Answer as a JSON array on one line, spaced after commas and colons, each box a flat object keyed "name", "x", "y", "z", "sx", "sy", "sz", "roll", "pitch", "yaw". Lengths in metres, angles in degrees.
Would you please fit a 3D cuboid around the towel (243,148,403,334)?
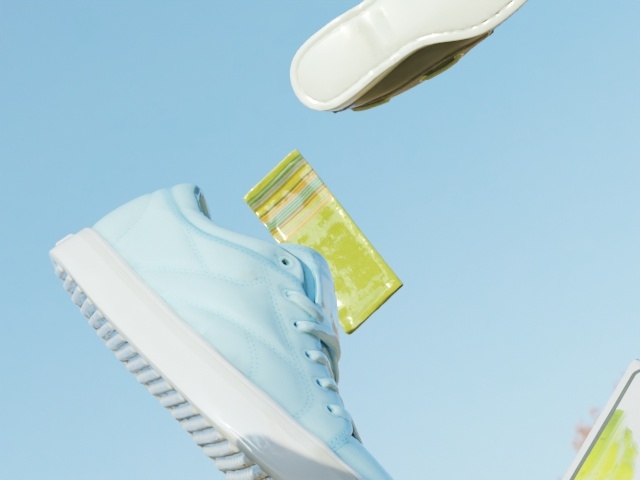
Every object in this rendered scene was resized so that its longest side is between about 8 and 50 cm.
[{"name": "towel", "x": 0.000, "y": 0.000, "z": 1.695, "sx": 0.102, "sy": 0.237, "sz": 0.021, "roll": -45, "pitch": -23, "yaw": 19}]

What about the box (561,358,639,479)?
[{"name": "box", "x": 0.194, "y": 0.229, "z": 0.774, "sx": 0.169, "sy": 0.087, "sz": 0.290, "roll": -50, "pitch": -37, "yaw": -33}]

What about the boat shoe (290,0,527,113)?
[{"name": "boat shoe", "x": 0.111, "y": -0.229, "z": 1.384, "sx": 0.305, "sy": 0.109, "sz": 0.091, "roll": -29, "pitch": -12, "yaw": 21}]

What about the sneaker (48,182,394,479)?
[{"name": "sneaker", "x": -0.032, "y": 0.070, "z": 0.872, "sx": 0.150, "sy": 0.366, "sz": 0.135, "roll": -38, "pitch": -34, "yaw": -15}]
